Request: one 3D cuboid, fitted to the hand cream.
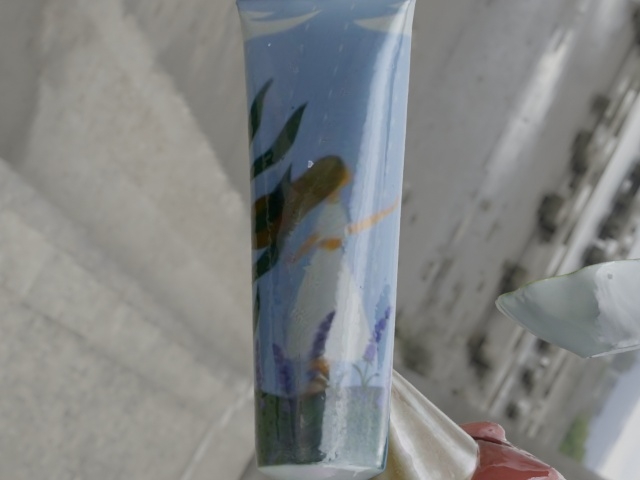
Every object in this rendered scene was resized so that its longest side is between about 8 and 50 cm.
[{"bbox_3d":[0.000,0.000,0.805,0.058,0.091,0.271,31,58,-68],"label":"hand cream"}]

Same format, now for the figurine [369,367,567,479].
[{"bbox_3d":[0.102,0.198,0.912,0.207,0.387,0.166,-17,-158,52],"label":"figurine"}]

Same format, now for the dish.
[{"bbox_3d":[0.151,0.031,0.796,0.091,0.137,0.039,151,-69,-64],"label":"dish"}]
